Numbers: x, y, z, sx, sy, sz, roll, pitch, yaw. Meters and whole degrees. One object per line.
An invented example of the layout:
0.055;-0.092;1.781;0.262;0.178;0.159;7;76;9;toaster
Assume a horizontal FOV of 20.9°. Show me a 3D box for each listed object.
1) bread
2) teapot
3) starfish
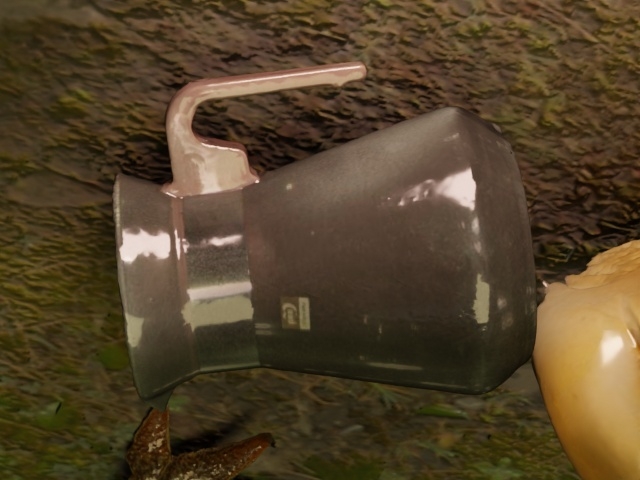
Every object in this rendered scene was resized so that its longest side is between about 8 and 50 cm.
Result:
0.384;0.078;1.548;0.424;0.329;0.245;-27;154;-39;bread
0.000;0.000;1.497;0.344;0.253;0.300;-7;103;-3;teapot
-0.148;0.278;1.761;0.138;0.050;0.247;22;109;0;starfish
